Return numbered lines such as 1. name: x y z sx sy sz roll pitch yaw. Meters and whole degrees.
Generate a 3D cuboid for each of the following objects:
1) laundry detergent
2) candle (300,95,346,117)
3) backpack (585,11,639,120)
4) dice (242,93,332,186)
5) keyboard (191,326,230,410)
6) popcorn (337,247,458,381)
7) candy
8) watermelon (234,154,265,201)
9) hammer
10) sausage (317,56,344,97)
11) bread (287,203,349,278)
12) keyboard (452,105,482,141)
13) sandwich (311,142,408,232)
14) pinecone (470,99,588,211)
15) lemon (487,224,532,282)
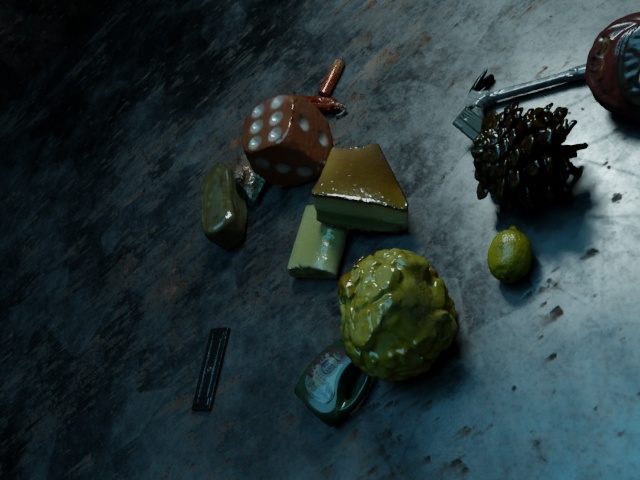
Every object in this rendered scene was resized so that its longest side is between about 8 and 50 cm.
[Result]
1. laundry detergent: 0.052 0.261 1.331 0.211 0.063 0.137 -50 48 -3
2. candle: 0.004 -0.363 1.777 0.162 0.053 0.048 15 78 40
3. backpack: 0.601 -0.325 1.212 0.229 0.138 0.230 5 98 35
4. dice: -0.084 -0.257 1.687 0.173 0.179 0.175 -13 53 31
5. keyboard: -0.262 0.306 1.578 0.061 0.013 0.205 -9 58 34
6. popcorn: 0.146 0.136 1.237 0.250 0.250 0.190 -61 12 -10
7. candy: -0.259 -0.092 1.769 0.102 0.104 0.234 -26 50 16
8. watermelon: -0.183 -0.194 1.792 0.101 0.080 0.155 -47 23 19
9. hammer: 0.507 -0.333 1.375 0.426 0.044 0.152 -8 57 33
10. sausage: 0.034 -0.455 1.823 0.034 0.034 0.130 13 72 42
11. bread: -0.001 0.000 1.538 0.139 0.060 0.178 -2 62 36
12. keyboard: 0.344 -0.230 1.410 0.129 0.015 0.049 45 113 20
13. sandwich: 0.113 -0.120 1.478 0.219 0.108 0.186 11 54 19
14. pinecone: 0.393 -0.160 1.249 0.201 0.203 0.229 -14 30 3
15. lemon: 0.354 0.025 1.231 0.082 0.082 0.111 4 72 39
